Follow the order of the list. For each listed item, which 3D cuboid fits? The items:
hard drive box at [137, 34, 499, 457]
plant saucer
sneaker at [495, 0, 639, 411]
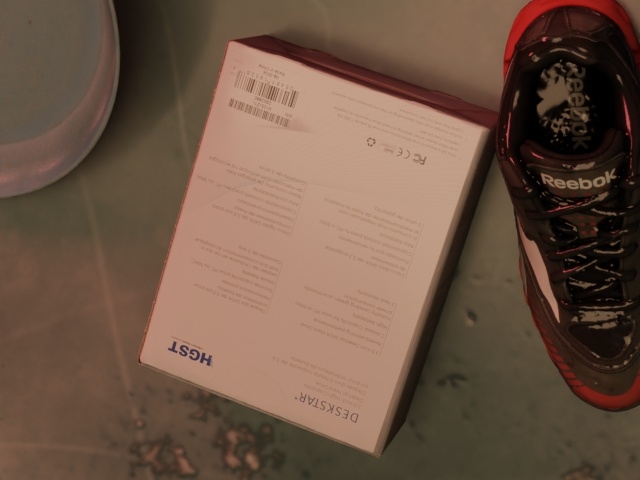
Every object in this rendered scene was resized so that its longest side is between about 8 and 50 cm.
[{"bbox_3d":[0.000,0.000,1.004,0.181,0.089,0.232,21,104,10],"label":"hard drive box"},{"bbox_3d":[-0.271,-0.172,1.015,0.317,0.044,0.317,12,129,16],"label":"plant saucer"},{"bbox_3d":[0.164,-0.017,0.935,0.097,0.135,0.276,-6,100,14],"label":"sneaker"}]
